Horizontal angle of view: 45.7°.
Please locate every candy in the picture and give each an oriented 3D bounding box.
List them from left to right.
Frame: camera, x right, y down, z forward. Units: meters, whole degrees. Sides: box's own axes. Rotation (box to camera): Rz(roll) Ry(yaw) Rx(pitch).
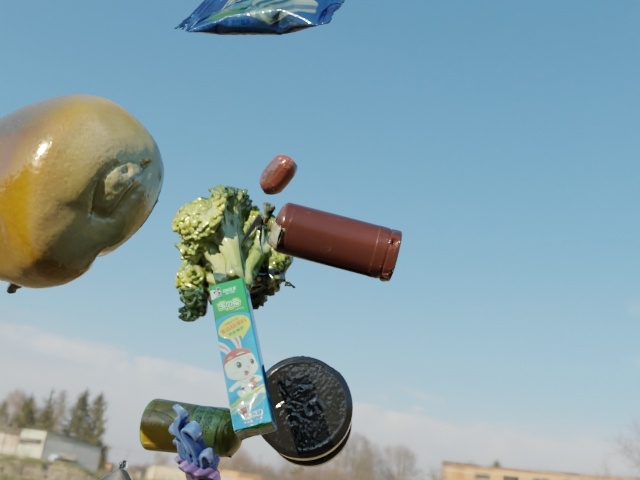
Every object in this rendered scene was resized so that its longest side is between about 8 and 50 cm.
[{"bbox_3d":[-0.118,-0.477,1.570,0.331,0.187,0.077,1,-51,18],"label":"candy"}]

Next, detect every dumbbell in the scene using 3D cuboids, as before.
[{"bbox_3d":[-0.030,0.379,1.645,0.204,0.203,0.322,6,-20,5],"label":"dumbbell"}]

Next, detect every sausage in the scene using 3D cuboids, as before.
[{"bbox_3d":[-0.090,-0.137,1.575,0.094,0.059,0.054,-49,-28,18],"label":"sausage"}]

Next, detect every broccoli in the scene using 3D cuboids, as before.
[{"bbox_3d":[-0.204,0.043,1.805,0.294,0.281,0.347,-3,-59,-7],"label":"broccoli"}]

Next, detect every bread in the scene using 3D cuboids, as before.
[{"bbox_3d":[-0.468,-0.098,1.311,0.376,0.348,0.253,7,-36,44],"label":"bread"}]

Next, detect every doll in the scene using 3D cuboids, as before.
[{"bbox_3d":[-0.224,0.378,1.351,0.110,0.205,0.067,14,35,43],"label":"doll"}]

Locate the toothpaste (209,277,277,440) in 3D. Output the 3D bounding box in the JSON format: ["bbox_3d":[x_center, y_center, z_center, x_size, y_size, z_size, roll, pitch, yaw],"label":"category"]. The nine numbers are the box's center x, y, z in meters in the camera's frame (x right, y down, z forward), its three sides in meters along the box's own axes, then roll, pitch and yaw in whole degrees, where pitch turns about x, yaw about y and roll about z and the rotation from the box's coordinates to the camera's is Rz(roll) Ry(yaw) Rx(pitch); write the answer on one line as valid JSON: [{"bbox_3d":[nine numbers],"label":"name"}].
[{"bbox_3d":[-0.131,0.191,1.253,0.065,0.266,0.050,-15,-32,0],"label":"toothpaste"}]

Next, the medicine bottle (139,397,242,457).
[{"bbox_3d":[-0.298,0.444,1.788,0.239,0.124,0.124,1,-20,14],"label":"medicine bottle"}]

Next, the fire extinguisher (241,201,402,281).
[{"bbox_3d":[0.000,0.000,1.324,0.269,0.104,0.105,14,-19,0],"label":"fire extinguisher"}]

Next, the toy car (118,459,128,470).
[{"bbox_3d":[-0.518,0.608,1.955,0.025,0.093,0.041,21,22,-15],"label":"toy car"}]

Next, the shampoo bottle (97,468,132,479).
[{"bbox_3d":[-0.237,0.402,0.966,0.246,0.080,0.079,37,-30,50],"label":"shampoo bottle"}]
